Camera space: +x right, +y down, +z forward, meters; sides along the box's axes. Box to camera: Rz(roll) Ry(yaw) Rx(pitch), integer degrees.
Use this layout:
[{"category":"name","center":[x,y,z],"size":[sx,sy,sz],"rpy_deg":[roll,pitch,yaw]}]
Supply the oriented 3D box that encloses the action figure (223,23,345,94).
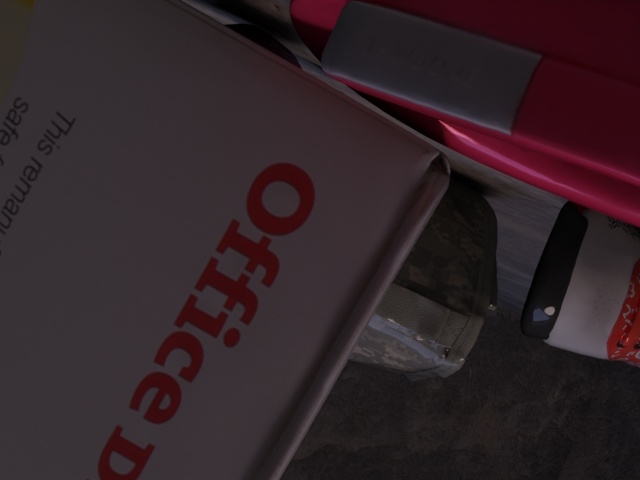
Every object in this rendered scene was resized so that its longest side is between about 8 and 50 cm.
[{"category":"action figure","center":[-0.124,-0.083,0.923],"size":[0.370,0.248,0.275],"rpy_deg":[24,152,21]}]

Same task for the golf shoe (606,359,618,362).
[{"category":"golf shoe","center":[0.306,0.090,1.426],"size":[0.176,0.086,0.069],"rpy_deg":[21,176,24]}]

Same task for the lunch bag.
[{"category":"lunch bag","center":[0.000,0.000,1.349],"size":[0.235,0.169,0.287],"rpy_deg":[24,-177,-6]}]

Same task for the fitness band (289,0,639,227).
[{"category":"fitness band","center":[0.116,-0.034,0.614],"size":[0.291,0.054,0.209],"rpy_deg":[24,-178,31]}]

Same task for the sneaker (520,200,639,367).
[{"category":"sneaker","center":[0.214,0.043,1.100],"size":[0.145,0.090,0.270],"rpy_deg":[22,-178,17]}]

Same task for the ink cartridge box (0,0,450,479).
[{"category":"ink cartridge box","center":[-0.177,-0.005,0.730],"size":[0.385,0.279,0.160],"rpy_deg":[30,-176,5]}]
